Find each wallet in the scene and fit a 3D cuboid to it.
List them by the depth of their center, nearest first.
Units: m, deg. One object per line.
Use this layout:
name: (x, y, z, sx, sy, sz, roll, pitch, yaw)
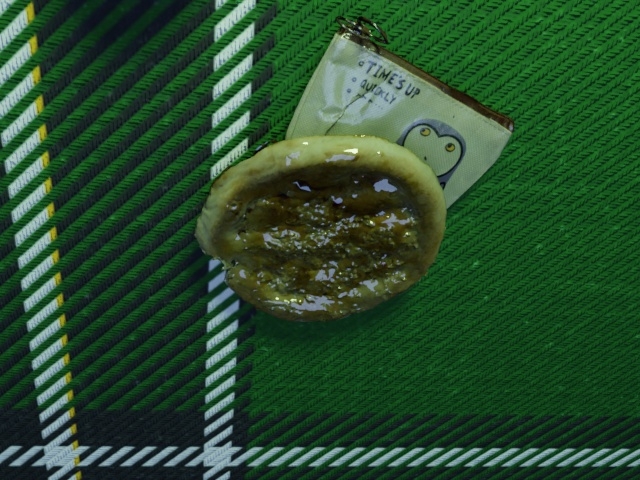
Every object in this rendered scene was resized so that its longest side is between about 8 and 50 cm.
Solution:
wallet: (0.102, -0.145, 0.929, 0.335, 0.068, 0.275, 24, 120, -21)

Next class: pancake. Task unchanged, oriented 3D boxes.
pancake: (0.000, -0.001, 0.950, 0.382, 0.071, 0.382, -1, 134, -1)
